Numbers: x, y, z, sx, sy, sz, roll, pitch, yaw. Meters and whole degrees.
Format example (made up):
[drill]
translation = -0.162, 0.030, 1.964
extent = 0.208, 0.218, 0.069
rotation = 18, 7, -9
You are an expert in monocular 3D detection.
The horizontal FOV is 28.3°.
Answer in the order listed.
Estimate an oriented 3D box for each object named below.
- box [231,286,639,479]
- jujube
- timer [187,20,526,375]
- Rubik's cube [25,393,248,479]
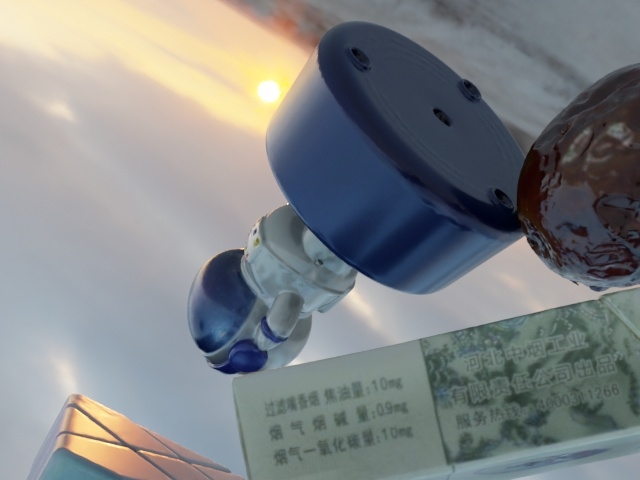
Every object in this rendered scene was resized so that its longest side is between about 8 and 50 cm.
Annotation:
[box]
translation = 0.092, 0.088, 0.666
extent = 0.164, 0.256, 0.069
rotation = 75, -177, -75
[jujube]
translation = 0.315, -0.067, 1.138
extent = 0.197, 0.290, 0.197
rotation = 57, 169, 18
[timer]
translation = 0.000, 0.000, 1.283
extent = 0.270, 0.383, 0.270
rotation = 33, -151, -21
[Rubik's cube]
translation = -0.220, 0.399, 1.418
extent = 0.321, 0.316, 0.319
rotation = 30, 179, -10
